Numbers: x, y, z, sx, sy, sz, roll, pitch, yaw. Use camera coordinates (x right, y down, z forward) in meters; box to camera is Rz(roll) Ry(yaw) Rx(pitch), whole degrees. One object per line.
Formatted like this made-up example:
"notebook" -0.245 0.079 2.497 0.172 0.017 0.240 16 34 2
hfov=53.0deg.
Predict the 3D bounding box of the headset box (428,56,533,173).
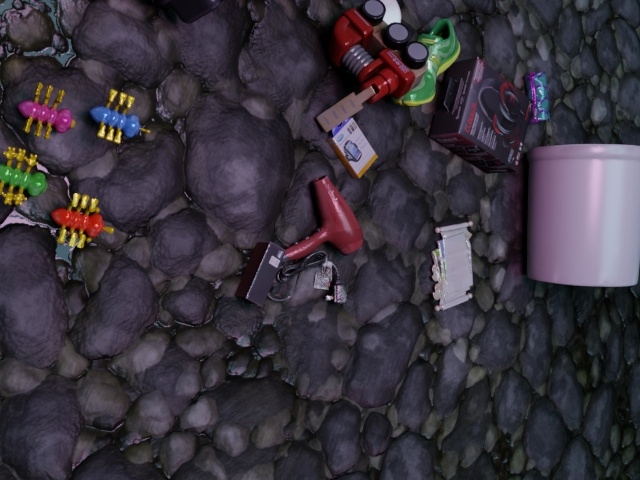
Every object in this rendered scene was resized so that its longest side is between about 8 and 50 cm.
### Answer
"headset box" 0.426 -0.334 1.725 0.293 0.110 0.217 24 78 -36

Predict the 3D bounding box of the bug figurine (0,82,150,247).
"bug figurine" -0.428 -0.138 1.099 0.216 0.072 0.278 22 82 -29

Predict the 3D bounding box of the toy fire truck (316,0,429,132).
"toy fire truck" 0.081 -0.379 1.437 0.246 0.158 0.217 -38 81 -22

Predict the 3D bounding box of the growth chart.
"growth chart" 0.358 0.068 1.741 0.172 0.021 0.237 -3 93 -37

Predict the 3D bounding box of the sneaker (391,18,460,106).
"sneaker" 0.250 -0.439 1.579 0.295 0.110 0.123 -58 145 -30

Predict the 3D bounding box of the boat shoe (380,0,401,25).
"boat shoe" 0.163 -0.495 1.550 0.066 0.063 0.184 -18 105 -11

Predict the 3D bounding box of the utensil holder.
"utensil holder" 0.761 -0.074 1.862 0.328 0.328 0.385 0 94 -38

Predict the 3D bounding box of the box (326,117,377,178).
"box" 0.072 -0.223 1.509 0.081 0.028 0.136 -49 116 -26

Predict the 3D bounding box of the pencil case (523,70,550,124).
"pencil case" 0.649 -0.427 1.923 0.070 0.065 0.151 -20 103 -52

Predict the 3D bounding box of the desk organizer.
"desk organizer" -0.127 0.069 1.349 0.047 0.050 0.130 33 72 -34

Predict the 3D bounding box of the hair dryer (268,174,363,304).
"hair dryer" 0.000 0.000 1.427 0.224 0.080 0.293 12 83 -36

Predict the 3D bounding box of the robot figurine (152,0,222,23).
"robot figurine" -0.272 -0.536 1.141 0.174 0.209 0.278 -32 115 6
